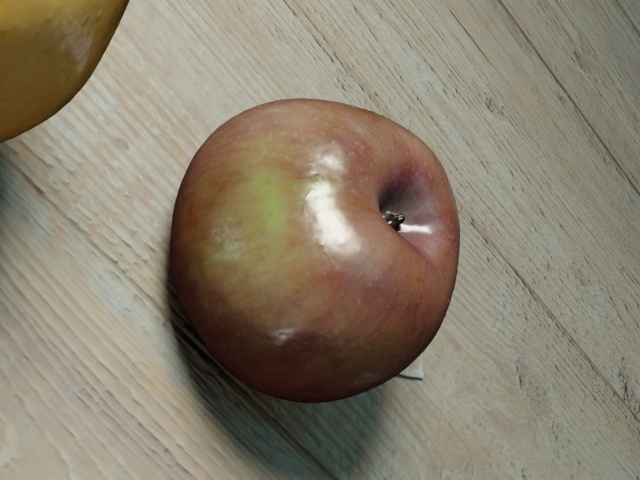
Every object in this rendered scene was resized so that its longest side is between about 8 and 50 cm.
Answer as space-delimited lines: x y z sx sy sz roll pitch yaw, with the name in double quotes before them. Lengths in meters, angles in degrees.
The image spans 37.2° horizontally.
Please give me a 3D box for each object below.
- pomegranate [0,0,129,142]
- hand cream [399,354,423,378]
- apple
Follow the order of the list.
"pomegranate" -0.301 -0.220 0.585 0.411 0.411 0.412 25 53 -39
"hand cream" 0.098 0.057 1.152 0.052 0.038 0.216 3 70 -18
"apple" 0.000 0.000 0.905 0.305 0.235 0.306 25 53 -37
